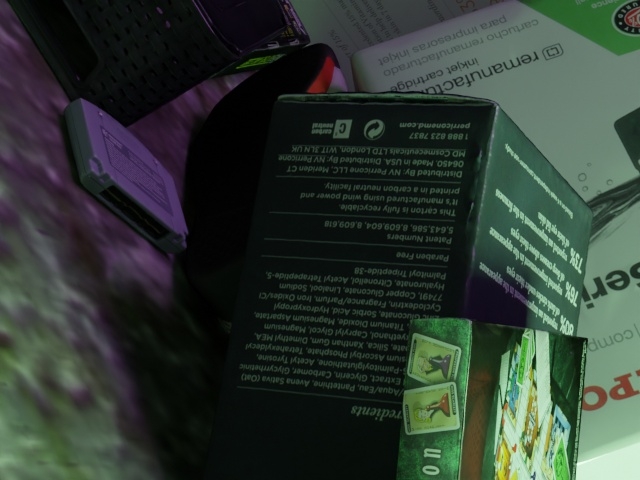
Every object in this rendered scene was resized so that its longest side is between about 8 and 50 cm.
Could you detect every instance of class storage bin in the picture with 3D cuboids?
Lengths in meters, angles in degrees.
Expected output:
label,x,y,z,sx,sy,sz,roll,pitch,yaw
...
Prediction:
label,x,y,z,sx,sy,sz,roll,pitch,yaw
storage bin,-0.094,-0.139,0.900,0.122,0.084,0.180,59,13,-7

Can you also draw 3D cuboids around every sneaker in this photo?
label,x,y,z,sx,sy,sz,roll,pitch,yaw
sneaker,-0.001,0.001,0.938,0.145,0.090,0.270,55,18,-24

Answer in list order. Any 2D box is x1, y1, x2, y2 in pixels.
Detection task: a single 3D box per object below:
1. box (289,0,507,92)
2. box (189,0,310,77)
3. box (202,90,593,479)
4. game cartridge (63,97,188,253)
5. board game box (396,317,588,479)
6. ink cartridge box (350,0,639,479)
label,x,y,z,sx,sy,sz,roll,pitch,yaw
box,0.134,-0.260,1.390,0.215,0.345,0.168,52,16,-31
box,-0.085,-0.206,1.151,0.190,0.045,0.184,60,16,-2
box,0.039,0.057,0.740,0.153,0.108,0.207,37,61,-59
game cartridge,-0.096,-0.033,0.822,0.083,0.017,0.056,44,25,-49
board game box,0.061,0.162,0.646,0.136,0.030,0.259,15,80,-64
ink cartridge box,0.163,0.002,0.910,0.121,0.211,0.289,75,-5,-56
